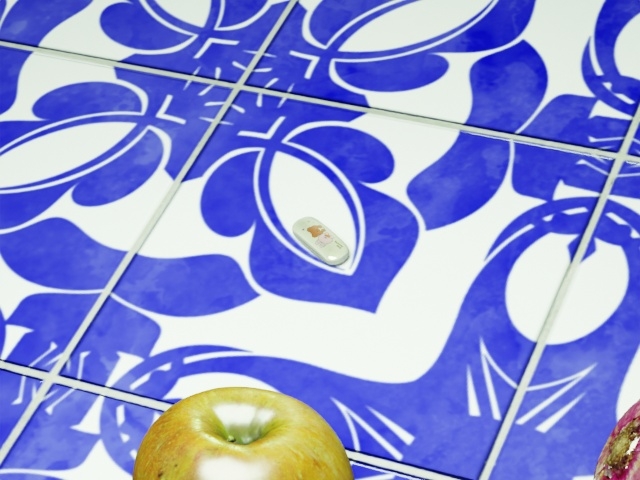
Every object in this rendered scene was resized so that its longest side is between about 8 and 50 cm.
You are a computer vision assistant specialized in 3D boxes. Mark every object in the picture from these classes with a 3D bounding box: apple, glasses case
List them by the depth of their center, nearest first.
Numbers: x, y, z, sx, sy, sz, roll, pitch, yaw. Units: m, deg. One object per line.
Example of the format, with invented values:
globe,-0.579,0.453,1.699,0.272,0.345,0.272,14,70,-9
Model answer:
apple,-0.078,0.261,1.715,0.237,0.207,0.237,1,29,-1
glasses case,0.000,0.000,2.061,0.032,0.021,0.083,-32,49,-22

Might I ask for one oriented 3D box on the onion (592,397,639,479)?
onion,0.334,0.231,1.666,0.201,0.200,0.207,-7,72,4
